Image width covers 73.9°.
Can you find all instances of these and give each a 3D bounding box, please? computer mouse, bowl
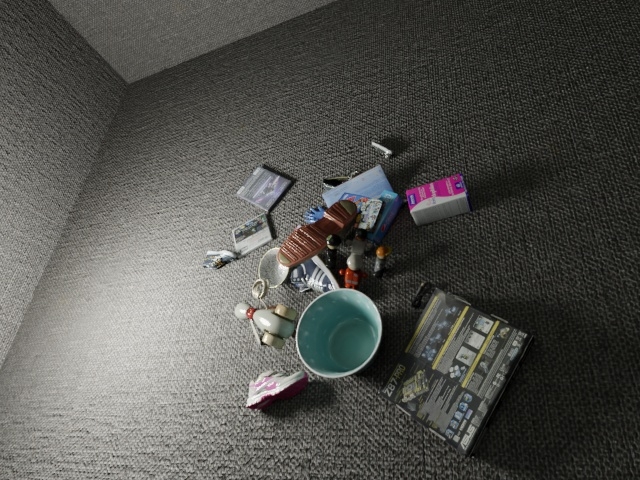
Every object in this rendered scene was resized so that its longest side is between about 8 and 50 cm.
[{"bbox_3d":[0.418,0.214,1.469,0.193,0.042,0.106,19,72,38],"label":"computer mouse"},{"bbox_3d":[-0.174,0.123,1.803,0.170,0.080,0.170,-13,67,34],"label":"bowl"},{"bbox_3d":[0.088,0.341,1.481,0.312,0.163,0.311,-14,54,20],"label":"bowl"}]

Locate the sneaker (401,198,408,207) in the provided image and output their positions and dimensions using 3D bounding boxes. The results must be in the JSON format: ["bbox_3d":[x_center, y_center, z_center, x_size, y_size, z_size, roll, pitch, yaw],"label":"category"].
[{"bbox_3d":[0.320,-0.167,1.768,0.098,0.038,0.069,-20,54,15],"label":"sneaker"}]

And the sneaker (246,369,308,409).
[{"bbox_3d":[-0.165,0.518,1.540,0.253,0.103,0.111,-25,53,11],"label":"sneaker"}]

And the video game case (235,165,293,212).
[{"bbox_3d":[-0.289,-0.265,2.162,0.274,0.026,0.196,29,76,37],"label":"video game case"}]

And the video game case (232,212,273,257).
[{"bbox_3d":[-0.326,-0.026,2.029,0.191,0.022,0.173,-28,51,10],"label":"video game case"}]

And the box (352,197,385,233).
[{"bbox_3d":[0.193,-0.099,1.693,0.094,0.027,0.136,14,78,40],"label":"box"}]

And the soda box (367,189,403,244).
[{"bbox_3d":[0.247,-0.094,1.717,0.071,0.067,0.210,28,86,38],"label":"soda box"}]

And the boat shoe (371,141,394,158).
[{"bbox_3d":[0.279,-0.415,1.947,0.142,0.049,0.040,44,124,44],"label":"boat shoe"}]

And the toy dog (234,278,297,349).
[{"bbox_3d":[-0.191,0.320,1.680,0.220,0.161,0.334,-50,38,1],"label":"toy dog"}]

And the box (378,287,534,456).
[{"bbox_3d":[0.408,0.388,1.302,0.318,0.097,0.394,26,82,35],"label":"box"}]

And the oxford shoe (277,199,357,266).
[{"bbox_3d":[0.000,0.000,1.716,0.397,0.146,0.140,-35,60,-19],"label":"oxford shoe"}]

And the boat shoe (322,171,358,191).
[{"bbox_3d":[0.129,-0.253,1.899,0.255,0.079,0.095,6,61,30],"label":"boat shoe"}]

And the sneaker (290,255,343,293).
[{"bbox_3d":[-0.016,0.173,1.684,0.153,0.099,0.282,-36,43,-3],"label":"sneaker"}]

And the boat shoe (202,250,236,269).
[{"bbox_3d":[-0.476,0.097,2.005,0.184,0.065,0.083,-2,61,35],"label":"boat shoe"}]

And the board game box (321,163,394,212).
[{"bbox_3d":[0.162,-0.199,1.830,0.282,0.027,0.145,-26,87,10],"label":"board game box"}]

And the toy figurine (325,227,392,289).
[{"bbox_3d":[0.137,0.056,1.602,0.210,0.148,0.213,-18,42,-28],"label":"toy figurine"}]

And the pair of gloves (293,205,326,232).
[{"bbox_3d":[-0.034,-0.064,1.900,0.159,0.023,0.198,27,74,37],"label":"pair of gloves"}]

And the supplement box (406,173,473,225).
[{"bbox_3d":[0.457,-0.154,1.641,0.220,0.114,0.111,-18,54,19],"label":"supplement box"}]
